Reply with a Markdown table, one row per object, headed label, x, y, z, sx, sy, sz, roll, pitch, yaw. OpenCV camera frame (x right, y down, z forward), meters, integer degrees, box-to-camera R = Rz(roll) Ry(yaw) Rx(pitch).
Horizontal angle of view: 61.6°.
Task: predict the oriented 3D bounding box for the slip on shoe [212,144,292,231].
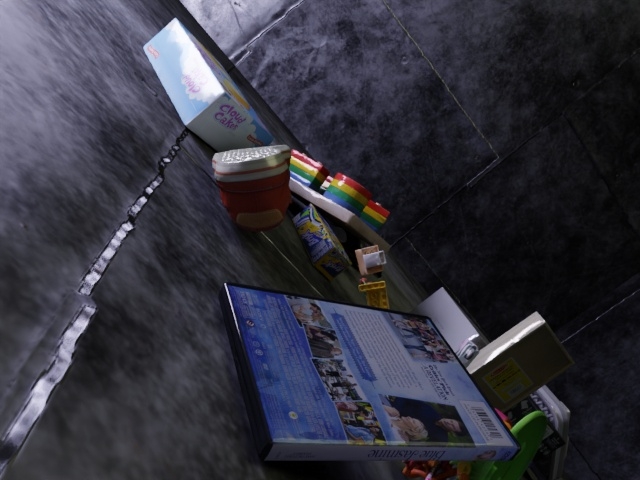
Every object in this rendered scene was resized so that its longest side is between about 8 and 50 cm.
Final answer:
| label | x | y | z | sx | sy | sz | roll | pitch | yaw |
| --- | --- | --- | --- | --- | --- | --- | --- | --- | --- |
| slip on shoe | -0.095 | -0.085 | 0.787 | 0.331 | 0.123 | 0.101 | -116 | -162 | -75 |

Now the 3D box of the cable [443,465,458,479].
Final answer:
| label | x | y | z | sx | sy | sz | roll | pitch | yaw |
| --- | --- | --- | --- | --- | --- | --- | --- | --- | --- |
| cable | 0.175 | 0.297 | 0.790 | 0.287 | 0.072 | 0.139 | -90 | 159 | -58 |

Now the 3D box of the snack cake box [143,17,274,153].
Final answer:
| label | x | y | z | sx | sy | sz | roll | pitch | yaw |
| --- | --- | --- | --- | --- | --- | --- | --- | --- | --- |
| snack cake box | -0.207 | -0.269 | 0.980 | 0.264 | 0.089 | 0.152 | 56 | 9 | 34 |

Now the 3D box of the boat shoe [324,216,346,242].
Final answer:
| label | x | y | z | sx | sy | sz | roll | pitch | yaw |
| --- | --- | --- | --- | --- | --- | --- | --- | --- | --- |
| boat shoe | 0.016 | -0.022 | 1.268 | 0.125 | 0.038 | 0.046 | 25 | 54 | -54 |

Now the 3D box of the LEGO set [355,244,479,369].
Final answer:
| label | x | y | z | sx | sy | sz | roll | pitch | yaw |
| --- | --- | --- | --- | --- | --- | --- | --- | --- | --- |
| LEGO set | 0.140 | 0.142 | 0.973 | 0.287 | 0.132 | 0.107 | 45 | 0 | 2 |

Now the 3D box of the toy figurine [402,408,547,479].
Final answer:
| label | x | y | z | sx | sy | sz | roll | pitch | yaw |
| --- | --- | --- | --- | --- | --- | --- | --- | --- | --- |
| toy figurine | 0.129 | 0.215 | 0.592 | 0.159 | 0.173 | 0.130 | 32 | -6 | 40 |

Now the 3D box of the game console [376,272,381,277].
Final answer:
| label | x | y | z | sx | sy | sz | roll | pitch | yaw |
| --- | --- | --- | --- | --- | --- | --- | --- | --- | --- |
| game console | 0.132 | 0.052 | 1.650 | 0.107 | 0.071 | 0.122 | 86 | -20 | -46 |

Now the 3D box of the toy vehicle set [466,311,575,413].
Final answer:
| label | x | y | z | sx | sy | sz | roll | pitch | yaw |
| --- | --- | --- | --- | --- | --- | --- | --- | --- | --- |
| toy vehicle set | 0.382 | 0.281 | 1.124 | 0.166 | 0.267 | 0.035 | 48 | 9 | -30 |

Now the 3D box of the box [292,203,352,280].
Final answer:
| label | x | y | z | sx | sy | sz | roll | pitch | yaw |
| --- | --- | --- | --- | --- | --- | --- | --- | --- | --- |
| box | 0.000 | 0.000 | 1.035 | 0.059 | 0.054 | 0.169 | 45 | 11 | -35 |

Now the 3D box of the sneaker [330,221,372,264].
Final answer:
| label | x | y | z | sx | sy | sz | roll | pitch | yaw |
| --- | --- | --- | --- | --- | --- | --- | --- | --- | --- |
| sneaker | 0.056 | -0.058 | 1.427 | 0.283 | 0.107 | 0.124 | 55 | 15 | 25 |

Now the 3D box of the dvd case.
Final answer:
| label | x | y | z | sx | sy | sz | roll | pitch | yaw |
| --- | --- | --- | --- | --- | --- | --- | --- | --- | --- |
| dvd case | 0.042 | 0.118 | 0.487 | 0.253 | 0.022 | 0.180 | 13 | 28 | -29 |

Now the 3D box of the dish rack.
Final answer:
| label | x | y | z | sx | sy | sz | roll | pitch | yaw |
| --- | --- | --- | --- | --- | --- | --- | --- | --- | --- |
| dish rack | 0.589 | 0.480 | 1.514 | 0.332 | 0.073 | 0.285 | -117 | -161 | -63 |

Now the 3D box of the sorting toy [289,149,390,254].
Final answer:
| label | x | y | z | sx | sy | sz | roll | pitch | yaw |
| --- | --- | --- | --- | --- | --- | --- | --- | --- | --- |
| sorting toy | 0.034 | -0.095 | 1.207 | 0.256 | 0.089 | 0.257 | 33 | 0 | 28 |

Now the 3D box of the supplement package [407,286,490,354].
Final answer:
| label | x | y | z | sx | sy | sz | roll | pitch | yaw |
| --- | --- | --- | --- | --- | --- | --- | --- | --- | --- |
| supplement package | 0.313 | 0.260 | 1.242 | 0.203 | 0.149 | 0.194 | 47 | 9 | -27 |

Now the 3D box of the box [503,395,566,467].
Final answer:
| label | x | y | z | sx | sy | sz | roll | pitch | yaw |
| --- | --- | --- | --- | --- | --- | --- | --- | --- | --- |
| box | 0.463 | 0.420 | 1.375 | 0.165 | 0.143 | 0.270 | 46 | 9 | -32 |
